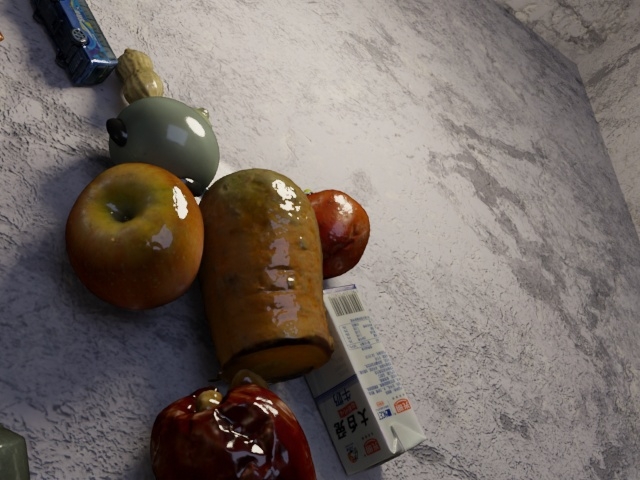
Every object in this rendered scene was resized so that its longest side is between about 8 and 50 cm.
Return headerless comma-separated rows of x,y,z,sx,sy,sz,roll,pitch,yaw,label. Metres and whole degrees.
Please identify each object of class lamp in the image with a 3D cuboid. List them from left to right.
-0.271,-0.170,1.223,0.198,0.198,0.244,41,18,-10,lamp

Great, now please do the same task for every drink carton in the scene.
0.057,0.246,1.225,0.107,0.130,0.315,-7,64,-44,drink carton

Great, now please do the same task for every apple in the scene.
-0.281,-0.003,1.058,0.210,0.173,0.234,2,57,10,apple

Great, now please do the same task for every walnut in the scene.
-0.105,0.329,0.964,0.269,0.222,0.244,70,20,3,walnut

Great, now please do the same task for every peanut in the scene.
-0.350,-0.315,1.310,0.082,0.082,0.187,8,38,-39,peanut

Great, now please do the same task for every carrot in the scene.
-0.100,0.055,1.152,0.224,0.224,0.340,11,55,-37,carrot

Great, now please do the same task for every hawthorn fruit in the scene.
0.000,0.000,1.333,0.179,0.179,0.200,42,41,-9,hawthorn fruit

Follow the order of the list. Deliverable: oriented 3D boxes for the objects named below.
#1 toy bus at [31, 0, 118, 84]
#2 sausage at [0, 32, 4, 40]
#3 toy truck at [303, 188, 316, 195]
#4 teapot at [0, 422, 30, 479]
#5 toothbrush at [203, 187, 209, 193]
-0.469,-0.406,1.289,0.094,0.079,0.236,-16,71,-49,toy bus
-0.681,-0.413,1.088,0.348,0.094,0.097,36,28,-14,sausage
-0.007,-0.059,1.460,0.111,0.076,0.077,40,19,-12,toy truck
-0.388,0.335,0.724,0.203,0.171,0.225,-20,81,-38,teapot
-0.164,-0.043,1.337,0.219,0.016,0.019,43,48,-10,toothbrush
